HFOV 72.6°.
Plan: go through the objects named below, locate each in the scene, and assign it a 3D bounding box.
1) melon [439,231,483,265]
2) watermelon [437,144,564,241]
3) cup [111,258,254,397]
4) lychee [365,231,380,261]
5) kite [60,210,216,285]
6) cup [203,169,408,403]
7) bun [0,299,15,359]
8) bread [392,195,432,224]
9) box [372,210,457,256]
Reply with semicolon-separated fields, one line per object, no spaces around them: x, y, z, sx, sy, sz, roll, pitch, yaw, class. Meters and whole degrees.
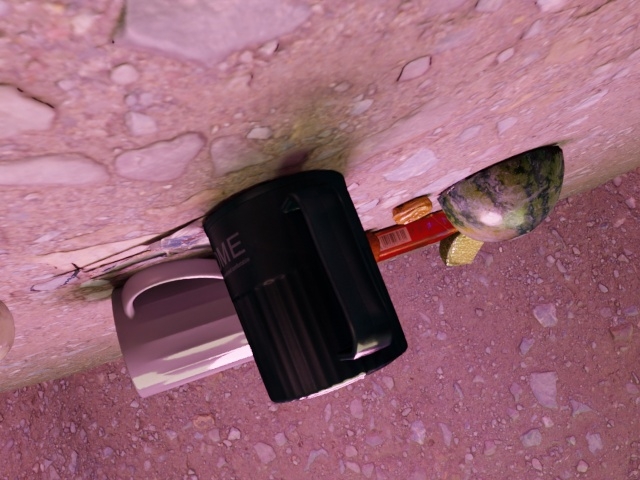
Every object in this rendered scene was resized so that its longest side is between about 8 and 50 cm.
0.533;-0.033;1.657;0.196;0.124;0.323;-58;-179;24;melon
0.468;-0.122;1.110;0.305;0.224;0.180;-30;-149;38;watermelon
-0.242;0.139;0.908;0.326;0.237;0.323;-16;143;-16;cup
0.127;0.034;1.368;0.114;0.101;0.140;26;131;-22;lychee
-0.262;0.018;0.736;0.309;0.015;0.169;-21;172;5;kite
0.000;0.064;0.667;0.308;0.292;0.242;-29;168;40;cup
-0.460;0.103;0.490;0.195;0.118;0.195;-21;165;-6;bun
0.238;-0.078;1.136;0.110;0.044;0.083;-26;165;26;bread
0.301;-0.009;1.526;0.313;0.089;0.197;-17;169;-13;box
